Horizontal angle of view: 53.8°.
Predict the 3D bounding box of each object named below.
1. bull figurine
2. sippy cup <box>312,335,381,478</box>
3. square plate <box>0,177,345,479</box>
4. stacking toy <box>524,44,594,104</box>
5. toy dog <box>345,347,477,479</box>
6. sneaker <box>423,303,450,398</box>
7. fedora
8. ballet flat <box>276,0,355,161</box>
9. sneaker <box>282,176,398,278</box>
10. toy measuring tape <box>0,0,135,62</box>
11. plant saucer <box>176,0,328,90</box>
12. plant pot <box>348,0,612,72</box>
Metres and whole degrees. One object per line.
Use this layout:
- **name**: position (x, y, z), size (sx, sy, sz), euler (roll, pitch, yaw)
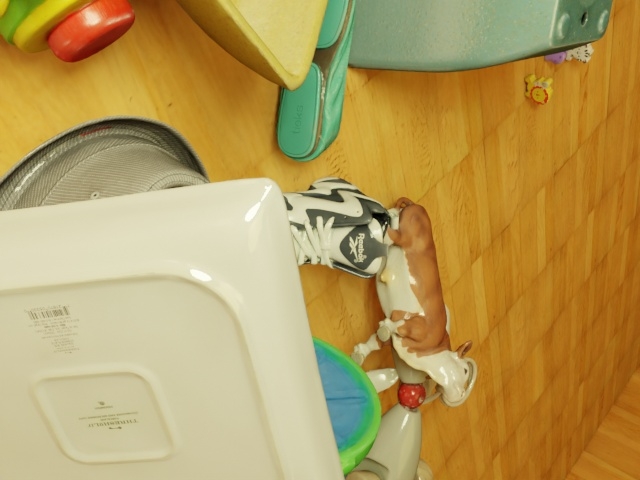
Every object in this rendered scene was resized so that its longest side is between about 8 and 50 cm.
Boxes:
- **bull figurine**: position (0.124, 0.089, 0.918), size (0.188, 0.101, 0.311), euler (-2, 77, -47)
- **sippy cup**: position (-0.067, 0.264, 0.783), size (0.305, 0.240, 0.224), euler (-3, 122, -36)
- **square plate**: position (-0.171, 0.129, 0.518), size (0.049, 0.347, 0.344), euler (-84, 166, -59)
- **stacking toy**: position (0.428, -0.380, 1.128), size (0.167, 0.052, 0.221), euler (-42, 135, -27)
- **toy dog**: position (0.106, 0.301, 1.063), size (0.220, 0.161, 0.334), euler (35, 74, -39)
- **sneaker**: position (0.201, 0.185, 1.158), size (0.094, 0.080, 0.212), euler (-36, 141, -47)
- **fedora**: position (-0.183, 0.023, 0.590), size (0.275, 0.124, 0.244), euler (-55, 139, -13)
- **ballet flat**: position (-0.002, -0.215, 0.723), size (0.087, 0.083, 0.247), euler (-36, 138, -65)
- **sneaker**: position (0.000, 0.000, 0.761), size (0.235, 0.153, 0.094), euler (-21, 122, -41)
- **toy measuring tape**: position (-0.171, -0.225, 0.516), size (0.330, 0.121, 0.121), euler (-51, 144, -49)
- **plant saucer**: position (-0.097, -0.327, 0.461), size (0.333, 0.081, 0.333), euler (45, 48, -45)
- **plant pot**: position (0.206, -0.324, 0.749), size (0.247, 0.252, 0.248), euler (-21, 123, -40)
